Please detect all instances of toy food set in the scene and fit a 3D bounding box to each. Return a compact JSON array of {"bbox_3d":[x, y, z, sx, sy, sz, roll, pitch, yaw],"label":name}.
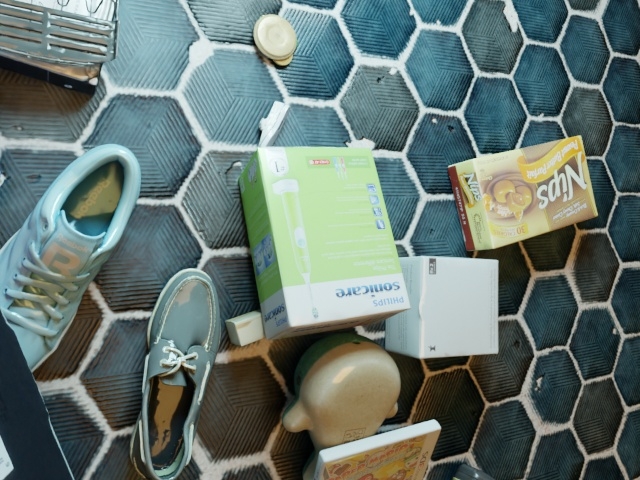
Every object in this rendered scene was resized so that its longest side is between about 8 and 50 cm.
[{"bbox_3d":[-0.078,-0.355,0.961,0.083,0.020,0.082,22,78,-23],"label":"toy food set"}]

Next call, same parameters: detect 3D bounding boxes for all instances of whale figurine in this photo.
[{"bbox_3d":[0.027,0.282,0.936,0.216,0.141,0.272,-1,112,-27],"label":"whale figurine"}]

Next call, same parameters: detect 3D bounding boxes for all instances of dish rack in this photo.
[{"bbox_3d":[-0.360,-0.376,0.727,0.208,0.074,0.271,3,86,-25],"label":"dish rack"}]

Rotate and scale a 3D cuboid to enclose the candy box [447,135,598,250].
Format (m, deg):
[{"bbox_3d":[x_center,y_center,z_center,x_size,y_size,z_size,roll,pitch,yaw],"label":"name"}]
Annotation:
[{"bbox_3d":[0.432,-0.103,1.157,0.316,0.087,0.183,-15,94,-26],"label":"candy box"}]

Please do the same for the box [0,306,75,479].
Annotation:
[{"bbox_3d":[-0.536,0.236,0.471,0.472,0.297,0.479,-19,96,2],"label":"box"}]

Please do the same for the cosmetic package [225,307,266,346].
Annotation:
[{"bbox_3d":[-0.093,0.135,0.907,0.115,0.060,0.041,-17,93,-27],"label":"cosmetic package"}]

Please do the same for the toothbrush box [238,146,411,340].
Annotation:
[{"bbox_3d":[0.000,0.000,0.888,0.206,0.122,0.283,-5,72,-26],"label":"toothbrush box"}]

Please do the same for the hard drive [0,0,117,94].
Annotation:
[{"bbox_3d":[-0.460,-0.368,0.755,0.339,0.064,0.236,14,81,-24],"label":"hard drive"}]

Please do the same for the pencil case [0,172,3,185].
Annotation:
[{"bbox_3d":[-0.497,0.013,0.685,0.133,0.119,0.306,15,81,-35],"label":"pencil case"}]

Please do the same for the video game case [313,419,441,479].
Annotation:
[{"bbox_3d":[0.087,0.411,0.940,0.227,0.026,0.206,-5,122,-26],"label":"video game case"}]

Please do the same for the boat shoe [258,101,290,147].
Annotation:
[{"bbox_3d":[-0.088,-0.196,0.944,0.035,0.035,0.100,25,80,5],"label":"boat shoe"}]

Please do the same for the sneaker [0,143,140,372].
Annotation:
[{"bbox_3d":[-0.359,0.022,0.733,0.135,0.150,0.366,26,76,-21],"label":"sneaker"}]

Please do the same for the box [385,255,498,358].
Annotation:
[{"bbox_3d":[0.226,0.122,1.029,0.182,0.119,0.181,3,86,-26],"label":"box"}]

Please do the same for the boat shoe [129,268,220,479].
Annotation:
[{"bbox_3d":[-0.209,0.200,0.824,0.116,0.099,0.319,15,81,-24],"label":"boat shoe"}]

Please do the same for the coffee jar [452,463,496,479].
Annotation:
[{"bbox_3d":[0.278,0.533,1.053,0.096,0.079,0.184,34,74,-18],"label":"coffee jar"}]
